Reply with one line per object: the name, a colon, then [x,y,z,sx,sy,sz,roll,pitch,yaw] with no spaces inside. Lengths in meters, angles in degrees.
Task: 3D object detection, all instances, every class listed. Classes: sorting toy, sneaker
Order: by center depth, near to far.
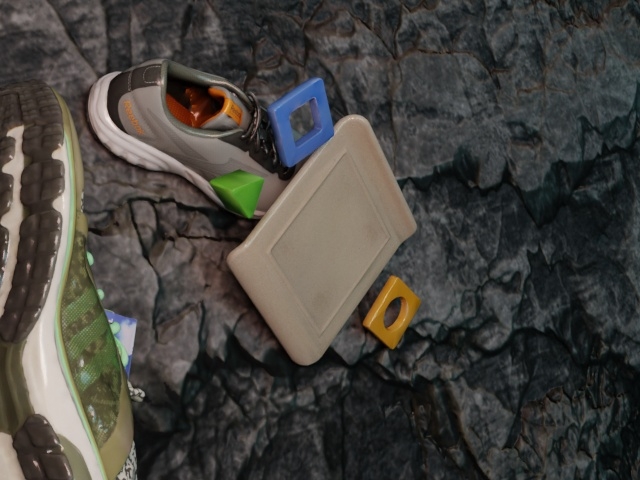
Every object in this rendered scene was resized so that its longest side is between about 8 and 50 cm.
sneaker: [-0.206,0.085,0.829,0.182,0.158,0.410,32,50,-68]
sneaker: [-0.081,-0.093,1.045,0.271,0.108,0.100,19,63,-39]
sorting toy: [0.000,0.000,1.083,0.196,0.047,0.347,-50,137,-20]

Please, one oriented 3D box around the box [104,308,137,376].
box: [-0.238,0.093,0.885,0.178,0.042,0.109,21,64,-37]
